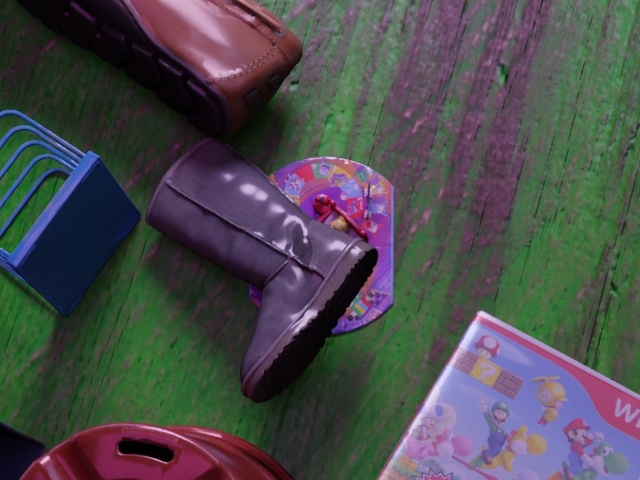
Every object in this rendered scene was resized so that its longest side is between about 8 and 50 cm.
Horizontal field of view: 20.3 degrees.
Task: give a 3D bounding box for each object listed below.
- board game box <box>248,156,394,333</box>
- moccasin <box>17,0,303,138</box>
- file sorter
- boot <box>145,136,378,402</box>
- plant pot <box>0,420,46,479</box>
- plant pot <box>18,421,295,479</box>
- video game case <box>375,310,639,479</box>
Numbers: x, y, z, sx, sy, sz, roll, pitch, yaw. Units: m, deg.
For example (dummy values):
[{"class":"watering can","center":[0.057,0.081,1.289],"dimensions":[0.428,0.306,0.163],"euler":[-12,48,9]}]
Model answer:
[{"class":"board game box","center":[0.000,0.000,1.629],"dimensions":[0.133,0.033,0.169],"euler":[0,75,4]},{"class":"moccasin","center":[-0.185,-0.256,1.656],"dimensions":[0.380,0.139,0.147],"euler":[34,66,16]},{"class":"file sorter","center":[-0.250,-0.026,1.585],"dimensions":[0.104,0.170,0.118],"euler":[33,80,15]},{"class":"boot","center":[-0.076,0.022,1.586],"dimensions":[0.208,0.076,0.190],"euler":[31,70,20]},{"class":"plant pot","center":[-0.394,0.209,1.542],"dimensions":[0.234,0.165,0.166],"euler":[15,77,16]},{"class":"plant pot","center":[-0.137,0.266,1.450],"dimensions":[0.272,0.265,0.272],"euler":[-1,76,4]},{"class":"video game case","center":[0.158,0.217,1.522],"dimensions":[0.204,0.025,0.285],"euler":[28,61,11]}]
